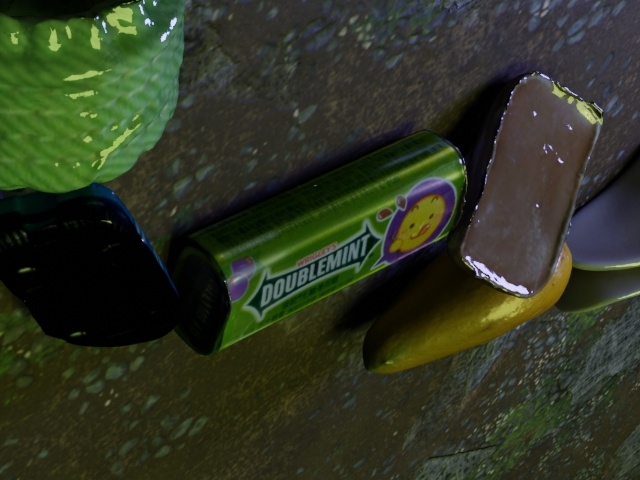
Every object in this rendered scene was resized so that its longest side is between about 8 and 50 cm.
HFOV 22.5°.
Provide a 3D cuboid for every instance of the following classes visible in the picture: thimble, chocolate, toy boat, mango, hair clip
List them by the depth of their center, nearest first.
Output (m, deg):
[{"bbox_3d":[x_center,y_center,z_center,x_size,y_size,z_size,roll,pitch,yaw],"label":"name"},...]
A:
[{"bbox_3d":[-0.201,-0.145,1.092,0.219,0.219,0.150,-28,145,-32],"label":"thimble"},{"bbox_3d":[-0.204,0.006,1.405,0.134,0.092,0.299,-10,157,2],"label":"toy boat"},{"bbox_3d":[0.219,-0.064,1.853,0.161,0.083,0.261,32,74,-34],"label":"chocolate"},{"bbox_3d":[0.180,0.068,1.952,0.316,0.176,0.119,-31,108,-11],"label":"mango"},{"bbox_3d":[0.430,-0.013,2.212,0.282,0.172,0.113,-35,144,-4],"label":"hair clip"}]

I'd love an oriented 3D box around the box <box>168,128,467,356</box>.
[{"bbox_3d":[0.000,0.000,1.673,0.345,0.097,0.134,-25,143,-36],"label":"box"}]
